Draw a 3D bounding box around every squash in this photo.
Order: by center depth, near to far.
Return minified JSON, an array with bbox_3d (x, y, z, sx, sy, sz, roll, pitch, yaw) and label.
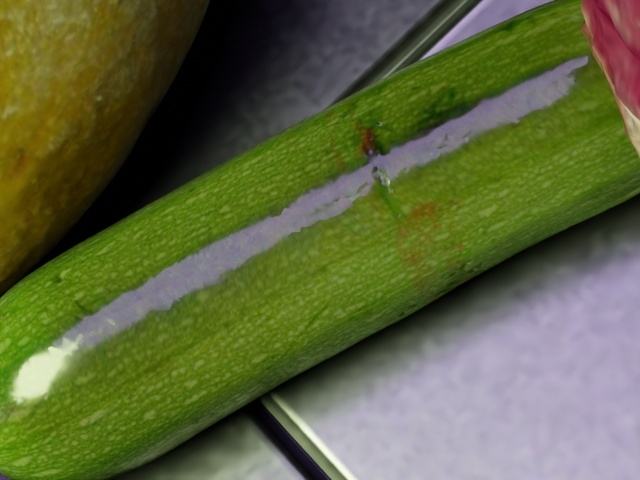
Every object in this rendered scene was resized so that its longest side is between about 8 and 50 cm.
[{"bbox_3d":[0.000,0.000,0.530,0.229,0.066,0.066,-28,63,6],"label":"squash"}]

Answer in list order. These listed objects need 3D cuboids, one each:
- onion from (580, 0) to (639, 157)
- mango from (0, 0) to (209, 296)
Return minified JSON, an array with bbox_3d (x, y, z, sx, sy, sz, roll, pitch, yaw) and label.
[{"bbox_3d":[0.170,-0.126,0.387,0.347,0.348,0.385,-50,49,-5],"label":"onion"},{"bbox_3d":[-0.122,-0.103,0.568,0.193,0.146,0.316,13,84,26],"label":"mango"}]
